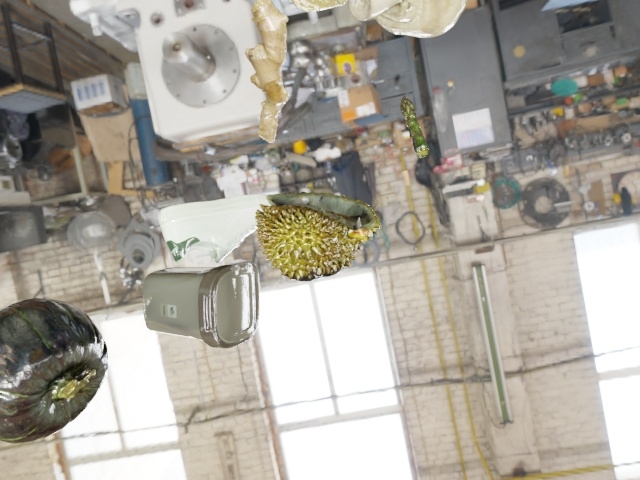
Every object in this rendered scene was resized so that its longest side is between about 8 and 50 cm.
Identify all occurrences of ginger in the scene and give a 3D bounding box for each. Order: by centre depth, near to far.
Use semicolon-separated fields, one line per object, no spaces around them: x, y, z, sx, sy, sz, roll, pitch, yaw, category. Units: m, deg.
-0.104;-0.322;1.051;0.089;0.287;0.075;7;-134;-1;ginger

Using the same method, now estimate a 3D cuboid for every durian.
0.000;0.000;0.927;0.194;0.137;0.237;-7;-164;-30;durian

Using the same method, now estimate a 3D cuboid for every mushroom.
0.161;-0.506;1.070;0.234;0.254;0.260;-39;167;-15;mushroom

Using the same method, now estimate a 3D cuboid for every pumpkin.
-0.634;0.282;1.194;0.242;0.322;0.323;26;-159;26;pumpkin

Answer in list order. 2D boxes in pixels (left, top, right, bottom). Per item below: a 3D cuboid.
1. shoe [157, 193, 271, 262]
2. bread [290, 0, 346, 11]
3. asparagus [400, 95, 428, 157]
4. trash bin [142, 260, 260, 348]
-0.245;-0.027;1.457;0.363;0.160;0.132;-9;172;-33;shoe
-0.045;-0.658;1.245;0.178;0.135;0.240;12;164;43;bread
0.187;-0.235;1.092;0.030;0.165;0.036;-23;145;19;asparagus
-0.325;0.164;1.463;0.250;0.219;0.219;2;-175;21;trash bin
